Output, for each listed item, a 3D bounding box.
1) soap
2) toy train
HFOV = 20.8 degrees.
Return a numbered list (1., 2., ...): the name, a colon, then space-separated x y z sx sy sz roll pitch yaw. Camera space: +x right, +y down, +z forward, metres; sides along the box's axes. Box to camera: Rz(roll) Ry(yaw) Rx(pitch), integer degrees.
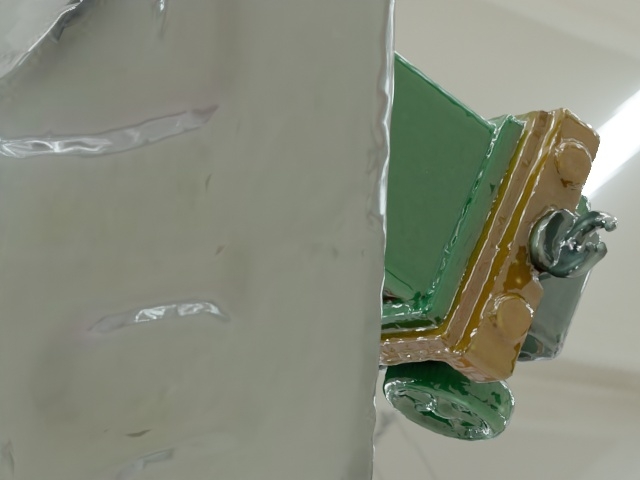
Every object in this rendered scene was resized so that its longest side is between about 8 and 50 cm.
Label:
1. soap: -0.110 -0.032 0.432 0.258 0.159 0.302 -6 -79 -44
2. toy train: 0.000 0.000 1.090 0.249 0.178 0.429 36 -25 -27
